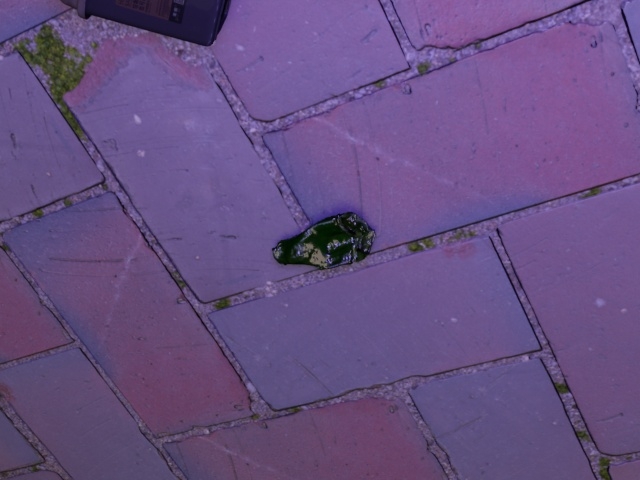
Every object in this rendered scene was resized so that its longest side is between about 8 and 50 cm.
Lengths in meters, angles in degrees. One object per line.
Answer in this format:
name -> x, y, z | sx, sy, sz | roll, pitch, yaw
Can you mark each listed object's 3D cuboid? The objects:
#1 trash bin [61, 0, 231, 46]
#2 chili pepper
trash bin -> -0.282, -0.446, 1.481 | 0.290, 0.182, 0.209 | 17, 126, -6
chili pepper -> 0.000, 0.001, 1.798 | 0.216, 0.062, 0.108 | -14, 114, 23
